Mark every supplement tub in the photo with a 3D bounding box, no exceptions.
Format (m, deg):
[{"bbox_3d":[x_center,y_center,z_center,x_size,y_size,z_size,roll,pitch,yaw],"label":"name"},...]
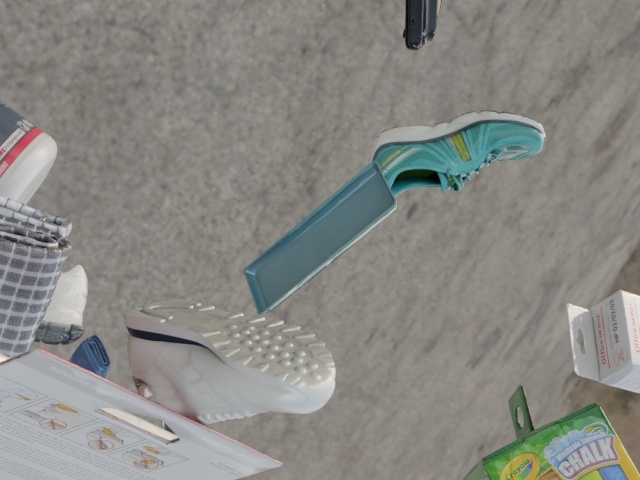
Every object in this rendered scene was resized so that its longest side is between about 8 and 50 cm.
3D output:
[{"bbox_3d":[-0.532,-0.139,1.404,0.191,0.272,0.191,-51,-170,13],"label":"supplement tub"}]

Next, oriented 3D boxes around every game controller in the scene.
[{"bbox_3d":[0.192,-0.511,1.851,0.319,0.067,0.167,85,14,-53],"label":"game controller"}]

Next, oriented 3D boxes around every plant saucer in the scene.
[{"bbox_3d":[0.000,0.000,1.027,0.192,0.067,0.018,-40,137,20],"label":"plant saucer"}]

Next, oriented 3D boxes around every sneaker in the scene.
[{"bbox_3d":[-0.502,0.072,1.536,0.111,0.297,0.129,122,-20,-60],"label":"sneaker"},{"bbox_3d":[-0.079,0.117,0.856,0.090,0.235,0.095,-8,105,-45],"label":"sneaker"},{"bbox_3d":[0.213,-0.122,1.543,0.275,0.110,0.107,-11,145,12],"label":"sneaker"}]

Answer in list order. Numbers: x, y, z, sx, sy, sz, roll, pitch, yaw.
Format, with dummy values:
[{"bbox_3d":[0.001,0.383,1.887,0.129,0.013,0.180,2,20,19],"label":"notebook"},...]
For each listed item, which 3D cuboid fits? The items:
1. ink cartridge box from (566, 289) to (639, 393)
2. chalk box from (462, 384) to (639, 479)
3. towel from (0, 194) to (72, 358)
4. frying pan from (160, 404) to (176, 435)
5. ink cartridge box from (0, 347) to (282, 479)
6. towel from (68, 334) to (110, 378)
[{"bbox_3d":[0.398,0.130,1.230,0.181,0.104,0.061,16,144,-22],"label":"ink cartridge box"},{"bbox_3d":[0.308,0.335,1.302,0.179,0.289,0.180,-24,159,-10],"label":"chalk box"},{"bbox_3d":[-0.442,0.049,1.089,0.283,0.121,0.235,17,115,-18],"label":"towel"},{"bbox_3d":[-0.232,0.373,1.655,0.053,0.326,0.197,-8,147,0],"label":"frying pan"},{"bbox_3d":[-0.224,0.167,0.908,0.261,0.066,0.296,-25,138,28],"label":"ink cartridge box"},{"bbox_3d":[-0.343,0.197,1.430,0.029,0.067,0.119,10,129,-50],"label":"towel"}]
